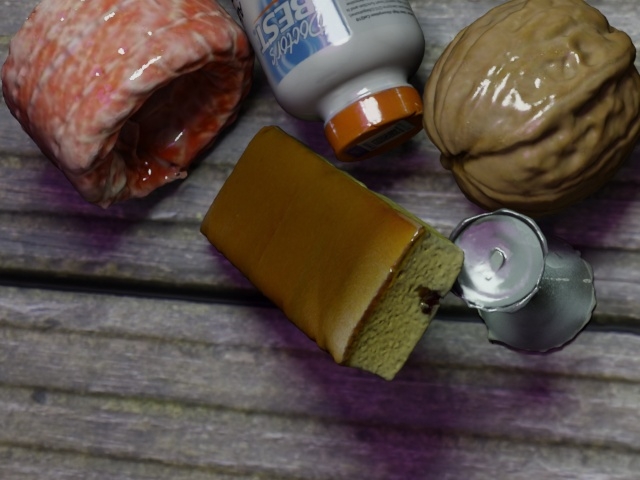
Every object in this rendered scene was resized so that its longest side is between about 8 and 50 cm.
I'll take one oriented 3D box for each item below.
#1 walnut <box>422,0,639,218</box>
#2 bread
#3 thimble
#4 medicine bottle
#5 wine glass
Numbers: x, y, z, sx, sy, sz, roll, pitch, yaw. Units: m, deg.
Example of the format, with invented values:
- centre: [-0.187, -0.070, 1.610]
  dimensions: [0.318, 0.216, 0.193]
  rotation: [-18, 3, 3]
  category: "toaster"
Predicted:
- centre: [0.200, -0.125, 1.489]
  dimensions: [0.213, 0.213, 0.213]
  rotation: [-4, 77, 20]
  category: "walnut"
- centre: [0.000, 0.000, 1.502]
  dimensions: [0.138, 0.077, 0.361]
  rotation: [-61, 29, 6]
  category: "bread"
- centre: [-0.190, -0.159, 1.622]
  dimensions: [0.239, 0.239, 0.162]
  rotation: [-47, 70, 6]
  category: "thimble"
- centre: [0.003, -0.222, 1.568]
  dimensions: [0.157, 0.157, 0.288]
  rotation: [-27, 76, 14]
  category: "medicine bottle"
- centre: [0.177, 0.036, 1.465]
  dimensions: [0.122, 0.183, 0.122]
  rotation: [-3, 80, 19]
  category: "wine glass"
